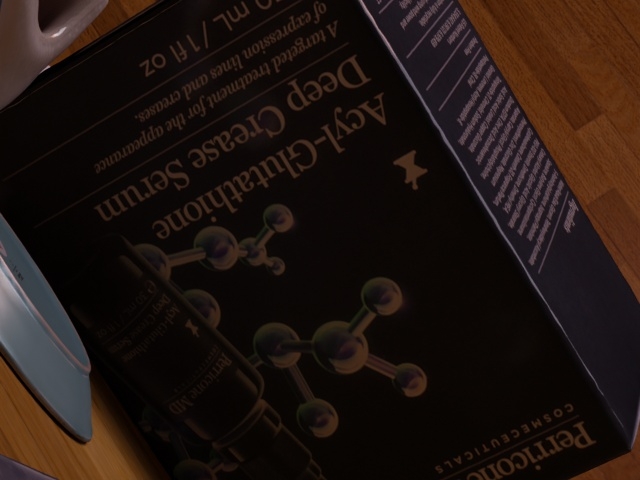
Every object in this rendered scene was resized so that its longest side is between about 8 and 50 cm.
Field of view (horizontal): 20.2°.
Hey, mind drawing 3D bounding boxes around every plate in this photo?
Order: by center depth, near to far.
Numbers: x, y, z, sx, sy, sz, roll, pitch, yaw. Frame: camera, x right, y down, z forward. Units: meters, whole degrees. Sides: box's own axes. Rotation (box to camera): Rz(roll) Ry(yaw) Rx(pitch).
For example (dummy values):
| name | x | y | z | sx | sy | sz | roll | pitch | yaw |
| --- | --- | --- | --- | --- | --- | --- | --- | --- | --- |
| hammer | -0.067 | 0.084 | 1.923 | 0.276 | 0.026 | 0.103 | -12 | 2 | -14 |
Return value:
| name | x | y | z | sx | sy | sz | roll | pitch | yaw |
| --- | --- | --- | --- | --- | --- | --- | --- | --- | --- |
| plate | -0.163 | 0.020 | 0.933 | 0.188 | 0.024 | 0.188 | 57 | -2 | 3 |

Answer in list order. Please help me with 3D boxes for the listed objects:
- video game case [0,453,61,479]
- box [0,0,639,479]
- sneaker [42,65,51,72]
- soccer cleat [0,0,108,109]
| name | x | y | z | sx | sy | sz | roll | pitch | yaw |
| --- | --- | --- | --- | --- | --- | --- | --- | --- | --- |
| video game case | -0.048 | 0.174 | 0.646 | 0.196 | 0.026 | 0.274 | 56 | -2 | 15 |
| box | 0.000 | 0.000 | 1.229 | 0.395 | 0.293 | 0.212 | 57 | 22 | -10 |
| sneaker | -0.182 | -0.027 | 1.388 | 0.236 | 0.095 | 0.104 | 51 | 6 | -39 |
| soccer cleat | -0.201 | -0.163 | 0.805 | 0.116 | 0.143 | 0.331 | 56 | 0 | 24 |
